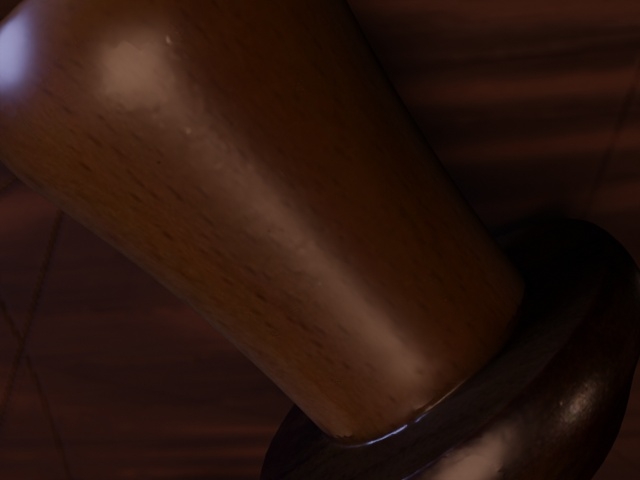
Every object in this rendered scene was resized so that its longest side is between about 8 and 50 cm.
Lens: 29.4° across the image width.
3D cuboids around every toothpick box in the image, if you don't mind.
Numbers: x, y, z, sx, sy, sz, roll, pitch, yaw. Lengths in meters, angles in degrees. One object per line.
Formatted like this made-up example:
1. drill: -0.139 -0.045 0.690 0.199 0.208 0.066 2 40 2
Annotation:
1. toothpick box: 0.000 0.000 0.509 0.192 0.192 0.294 -37 104 19
